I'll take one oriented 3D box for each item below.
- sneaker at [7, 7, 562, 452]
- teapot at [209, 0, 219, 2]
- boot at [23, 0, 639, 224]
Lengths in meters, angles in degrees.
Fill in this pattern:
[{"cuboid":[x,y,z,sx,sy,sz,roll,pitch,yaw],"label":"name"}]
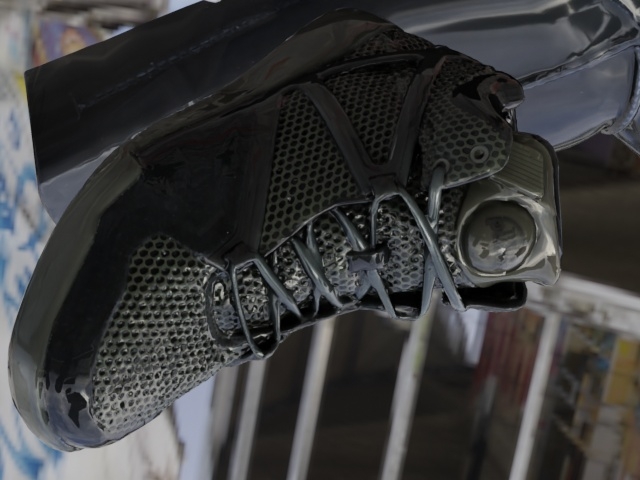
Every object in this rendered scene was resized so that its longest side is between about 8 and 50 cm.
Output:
[{"cuboid":[0.000,0.000,0.527,0.130,0.087,0.227,20,-135,34],"label":"sneaker"},{"cuboid":[0.033,-0.265,0.836,0.256,0.187,0.252,-7,-141,2],"label":"teapot"},{"cuboid":[0.087,-0.046,0.951,0.445,0.367,0.146,-26,-140,3],"label":"boot"}]
